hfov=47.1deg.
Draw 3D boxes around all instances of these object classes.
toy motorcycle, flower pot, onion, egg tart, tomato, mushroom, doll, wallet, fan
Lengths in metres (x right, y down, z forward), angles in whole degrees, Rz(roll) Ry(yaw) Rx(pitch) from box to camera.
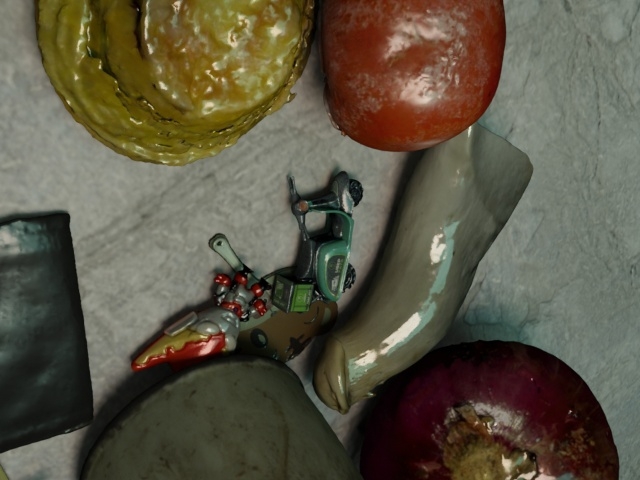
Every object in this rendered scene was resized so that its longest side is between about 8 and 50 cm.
[{"bbox_3d":[0.000,0.000,0.883,0.100,0.058,0.173,2,104,-36],"label":"toy motorcycle"},{"bbox_3d":[-0.067,0.335,0.774,0.293,0.330,0.294,-20,132,-23],"label":"flower pot"},{"bbox_3d":[0.236,0.310,1.048,0.348,0.347,0.385,-59,164,0],"label":"onion"},{"bbox_3d":[-0.114,-0.203,0.684,0.294,0.123,0.294,-13,116,-28],"label":"egg tart"},{"bbox_3d":[0.097,-0.204,0.766,0.188,0.232,0.232,4,111,6],"label":"tomato"},{"bbox_3d":[0.119,0.042,0.935,0.177,0.126,0.397,17,100,-51],"label":"mushroom"},{"bbox_3d":[-0.125,0.105,0.842,0.109,0.057,0.169,40,80,-30],"label":"doll"},{"bbox_3d":[-0.378,0.116,0.679,0.322,0.041,0.247,-14,114,-34],"label":"wallet"},{"bbox_3d":[-0.069,0.073,0.898,0.152,0.008,0.227,-42,127,-14],"label":"fan"}]

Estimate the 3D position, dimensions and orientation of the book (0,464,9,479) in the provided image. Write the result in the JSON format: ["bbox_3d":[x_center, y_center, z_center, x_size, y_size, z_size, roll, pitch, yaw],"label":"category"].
[{"bbox_3d":[-0.360,0.282,0.772,0.077,0.014,0.111,-29,127,-27],"label":"book"}]
